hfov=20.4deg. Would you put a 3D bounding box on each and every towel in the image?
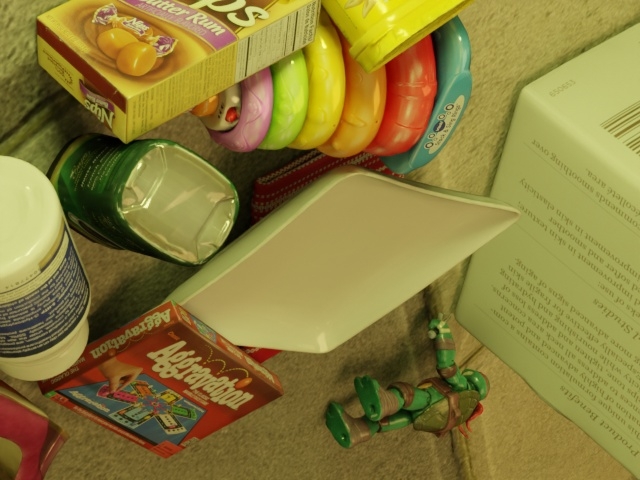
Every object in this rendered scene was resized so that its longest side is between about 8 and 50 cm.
[{"bbox_3d":[0.000,0.000,1.788,0.199,0.031,0.275,-29,146,-30],"label":"towel"}]

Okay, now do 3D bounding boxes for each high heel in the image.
[{"bbox_3d":[-0.292,0.183,1.536,0.117,0.082,0.244,-54,168,-11],"label":"high heel"}]

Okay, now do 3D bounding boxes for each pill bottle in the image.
[{"bbox_3d":[-0.237,0.029,1.374,0.112,0.112,0.186,-39,152,-18],"label":"pill bottle"}]

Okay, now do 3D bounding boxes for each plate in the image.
[{"bbox_3d":[0.010,0.015,1.673,0.278,0.045,0.277,-37,152,29],"label":"plate"}]

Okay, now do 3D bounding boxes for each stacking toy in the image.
[{"bbox_3d":[-0.043,-0.132,1.430,0.302,0.165,0.175,-12,147,-31],"label":"stacking toy"}]

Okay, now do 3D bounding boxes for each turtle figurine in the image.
[{"bbox_3d":[0.126,0.178,2.133,0.234,0.118,0.175,-15,139,-39],"label":"turtle figurine"}]

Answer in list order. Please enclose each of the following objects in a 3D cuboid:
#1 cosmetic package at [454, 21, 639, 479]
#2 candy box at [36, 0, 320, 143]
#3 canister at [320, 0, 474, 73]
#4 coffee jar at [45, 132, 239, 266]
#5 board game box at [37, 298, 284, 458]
[{"bbox_3d":[0.406,-0.006,2.057,0.327,0.329,0.393,-30,149,-33],"label":"cosmetic package"},{"bbox_3d":[-0.105,-0.158,1.326,0.187,0.109,0.053,-32,150,-31],"label":"candy box"},{"bbox_3d":[0.036,-0.231,1.363,0.126,0.170,0.073,-35,179,-24],"label":"canister"},{"bbox_3d":[-0.141,-0.034,1.349,0.096,0.184,0.079,35,78,-26],"label":"coffee jar"},{"bbox_3d":[-0.145,0.138,1.703,0.145,0.027,0.281,-30,155,8],"label":"board game box"}]
